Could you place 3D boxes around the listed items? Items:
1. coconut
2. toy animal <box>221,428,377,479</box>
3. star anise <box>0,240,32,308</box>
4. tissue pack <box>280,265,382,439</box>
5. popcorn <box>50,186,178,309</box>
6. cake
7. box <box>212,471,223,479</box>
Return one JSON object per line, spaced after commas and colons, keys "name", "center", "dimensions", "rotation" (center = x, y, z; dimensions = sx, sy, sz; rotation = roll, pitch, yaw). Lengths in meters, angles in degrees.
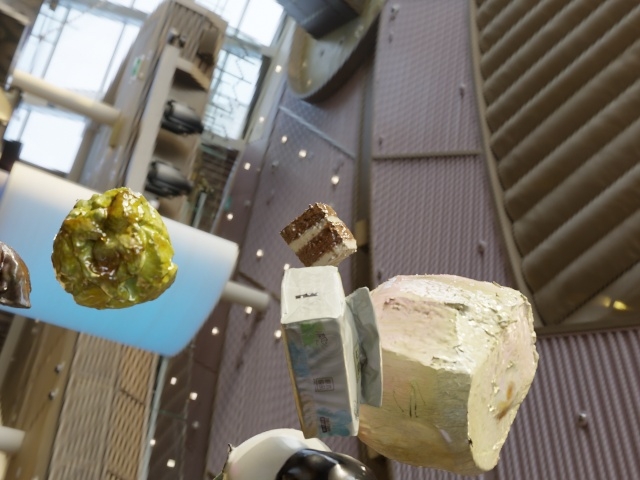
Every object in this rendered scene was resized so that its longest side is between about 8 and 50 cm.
{"name": "coconut", "center": [0.205, 0.255, 1.511], "dimensions": [0.404, 0.405, 0.404], "rotation": [-48, -149, 41]}
{"name": "toy animal", "center": [-0.029, 0.445, 1.291], "dimensions": [0.310, 0.251, 0.250], "rotation": [27, -84, 42]}
{"name": "star anise", "center": [-0.636, 0.016, 1.366], "dimensions": [0.108, 0.315, 0.315], "rotation": [-47, -159, -9]}
{"name": "tissue pack", "center": [0.023, 0.172, 1.197], "dimensions": [0.159, 0.145, 0.229], "rotation": [-91, 174, -62]}
{"name": "popcorn", "center": [-0.476, 0.031, 1.736], "dimensions": [0.247, 0.282, 0.282], "rotation": [66, 37, -71]}
{"name": "cake", "center": [0.000, 0.000, 1.909], "dimensions": [0.135, 0.134, 0.147], "rotation": [-38, -104, 14]}
{"name": "box", "center": [-0.179, 0.597, 1.823], "dimensions": [0.210, 0.129, 0.148], "rotation": [-45, -113, 17]}
